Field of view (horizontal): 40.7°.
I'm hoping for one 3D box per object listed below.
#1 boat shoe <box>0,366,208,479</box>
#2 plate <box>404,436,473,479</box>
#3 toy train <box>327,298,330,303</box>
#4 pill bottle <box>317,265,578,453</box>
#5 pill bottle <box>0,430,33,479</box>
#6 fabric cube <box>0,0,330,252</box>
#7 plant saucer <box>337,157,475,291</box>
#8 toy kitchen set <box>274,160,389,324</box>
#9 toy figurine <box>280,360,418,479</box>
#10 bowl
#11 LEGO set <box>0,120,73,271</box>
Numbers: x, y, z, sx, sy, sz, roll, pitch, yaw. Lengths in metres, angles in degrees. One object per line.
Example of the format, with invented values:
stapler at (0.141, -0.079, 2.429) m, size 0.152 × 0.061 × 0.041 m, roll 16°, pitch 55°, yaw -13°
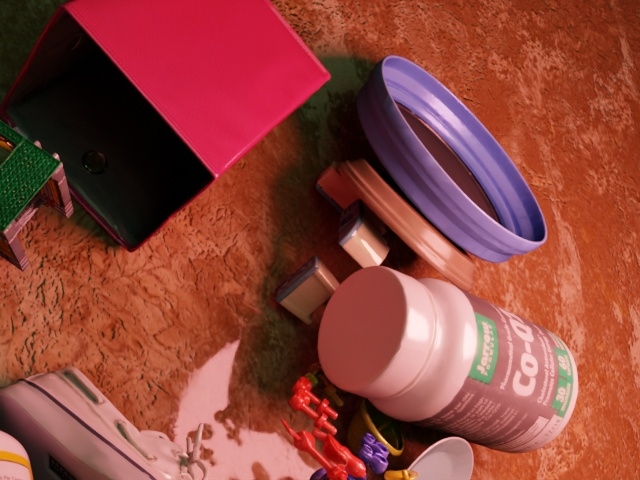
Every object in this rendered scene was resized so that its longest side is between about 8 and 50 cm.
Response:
boat shoe at (-0.187, 0.252, 0.932) m, size 0.367 × 0.135 × 0.156 m, roll 30°, pitch 35°, yaw 29°
plate at (0.145, 0.355, 1.212) m, size 0.188 × 0.024 × 0.188 m, roll -22°, pitch 125°, yaw -35°
toy train at (0.045, 0.096, 1.313) m, size 0.083 × 0.017 × 0.023 m, roll -6°, pitch 85°, yaw -37°
pill bottle at (0.184, 0.172, 1.228) m, size 0.361 × 0.204 × 0.204 m, roll 24°, pitch 58°, yaw -36°
pill bottle at (-0.353, 0.296, 0.801) m, size 0.188 × 0.188 × 0.333 m, roll 0°, pitch 53°, yaw -36°
fabric cube at (-0.200, -0.188, 1.104) m, size 0.254 × 0.259 × 0.258 m, roll 48°, pitch 49°, yaw -9°
plant saucer at (0.137, -0.031, 1.305) m, size 0.278 × 0.041 × 0.278 m, roll 43°, pitch 9°, yaw -8°
toy kitchen set at (0.000, 0.000, 1.294) m, size 0.122 × 0.166 × 0.207 m, roll 45°, pitch 15°, yaw -12°
toy figurine at (-0.016, 0.317, 1.109) m, size 0.191 × 0.217 × 0.362 m, roll 38°, pitch 8°, yaw 0°
bowl at (0.210, -0.128, 1.393) m, size 0.391 × 0.077 × 0.391 m, roll 37°, pitch 28°, yaw -23°
LEGO set at (-0.430, -0.017, 0.946) m, size 0.255 × 0.192 × 0.331 m, roll 26°, pitch 70°, yaw -3°
